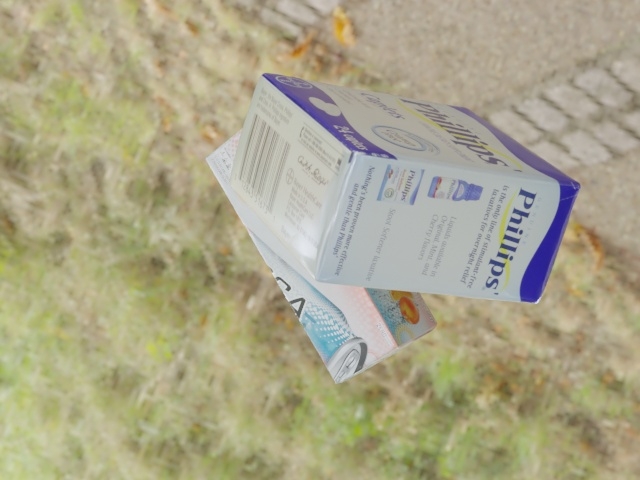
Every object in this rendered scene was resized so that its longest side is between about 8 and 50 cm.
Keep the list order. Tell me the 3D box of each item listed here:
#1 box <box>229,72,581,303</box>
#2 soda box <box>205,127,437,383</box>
[{"bbox_3d":[0.041,-0.029,0.712,0.137,0.072,0.126,7,-159,-28],"label":"box"},{"bbox_3d":[0.000,0.000,0.916,0.063,0.183,0.058,-36,171,35],"label":"soda box"}]
